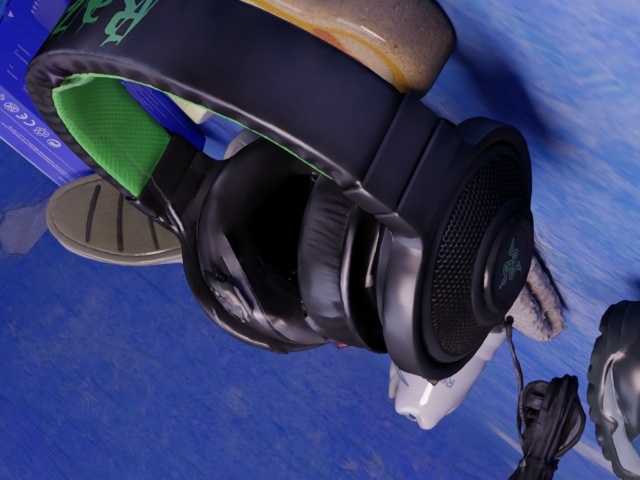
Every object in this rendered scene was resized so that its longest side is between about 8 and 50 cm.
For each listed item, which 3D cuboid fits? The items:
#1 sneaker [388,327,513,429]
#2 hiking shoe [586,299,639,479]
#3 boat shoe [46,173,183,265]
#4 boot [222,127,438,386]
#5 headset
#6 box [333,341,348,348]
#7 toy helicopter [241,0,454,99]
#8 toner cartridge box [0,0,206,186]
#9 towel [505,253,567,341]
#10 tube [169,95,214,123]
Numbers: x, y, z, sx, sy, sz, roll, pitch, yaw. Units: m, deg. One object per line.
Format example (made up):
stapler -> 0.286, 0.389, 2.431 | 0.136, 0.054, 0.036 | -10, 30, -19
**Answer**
sneaker -> 0.111, 0.107, 1.027 | 0.111, 0.129, 0.297 | 29, -179, 11
hiking shoe -> 0.284, 0.141, 0.687 | 0.132, 0.113, 0.304 | -14, 127, 41
boat shoe -> -0.154, -0.018, 1.207 | 0.302, 0.113, 0.103 | 0, 166, 4
boot -> 0.023, 0.014, 0.801 | 0.208, 0.076, 0.190 | 29, 159, 14
headset -> 0.010, 0.025, 0.570 | 0.394, 0.185, 0.243 | 35, 162, -28
box -> 0.000, 0.000, 0.985 | 0.233, 0.044, 0.159 | 59, -165, -71
toy helicopter -> -0.092, -0.175, 0.523 | 0.355, 0.140, 0.235 | 28, 163, 1
toner cartridge box -> -0.277, -0.150, 1.246 | 0.075, 0.165, 0.348 | -10, 143, 30
towel -> 0.078, -0.020, 0.793 | 0.187, 0.049, 0.282 | 34, 172, 36
tube -> -0.165, -0.201, 0.874 | 0.240, 0.062, 0.070 | 44, 129, -2
